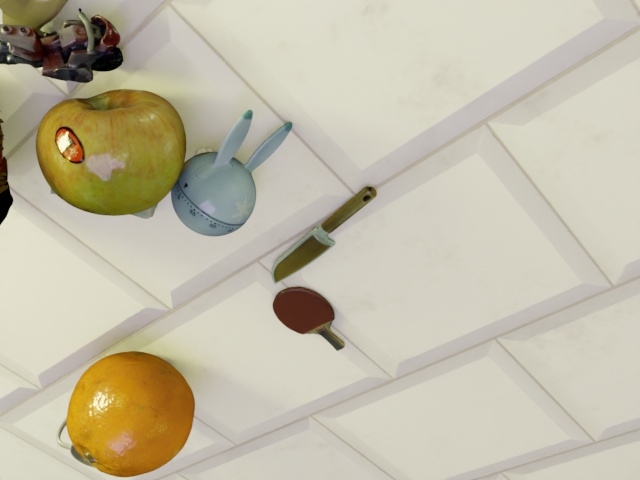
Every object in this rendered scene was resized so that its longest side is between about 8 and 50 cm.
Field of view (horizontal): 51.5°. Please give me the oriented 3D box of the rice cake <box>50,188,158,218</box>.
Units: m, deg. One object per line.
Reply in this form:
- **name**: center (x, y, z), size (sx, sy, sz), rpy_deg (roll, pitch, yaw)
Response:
- **rice cake**: center (-0.426, -0.112, 1.328), size (0.211, 0.038, 0.124), rpy_deg (20, 131, -10)

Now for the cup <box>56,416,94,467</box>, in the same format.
- **cup**: center (-0.625, 0.542, 1.855), size (0.174, 0.142, 0.134), rpy_deg (-12, 129, 17)

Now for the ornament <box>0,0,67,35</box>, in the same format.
- **ornament**: center (-0.474, -0.393, 1.054), size (0.245, 0.061, 0.230), rpy_deg (-28, 141, 31)

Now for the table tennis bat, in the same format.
- **table tennis bat**: center (-0.018, 0.185, 1.541), size (0.130, 0.019, 0.220), rpy_deg (-29, 120, 28)

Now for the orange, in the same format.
- **orange**: center (-0.466, 0.426, 1.633), size (0.312, 0.312, 0.312), rpy_deg (4, 131, 5)

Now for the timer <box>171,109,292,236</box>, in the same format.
- **timer**: center (-0.182, -0.131, 1.227), size (0.175, 0.175, 0.255), rpy_deg (18, 103, -8)

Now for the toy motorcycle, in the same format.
- **toy motorcycle**: center (-0.416, -0.314, 1.070), size (0.213, 0.082, 0.122), rpy_deg (-7, 158, -36)

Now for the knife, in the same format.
- **knife**: center (0.001, 0.001, 1.374), size (0.061, 0.027, 0.343), rpy_deg (34, 127, -25)

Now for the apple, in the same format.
- **apple**: center (-0.355, -0.155, 1.147), size (0.261, 0.261, 0.194), rpy_deg (4, 121, 5)

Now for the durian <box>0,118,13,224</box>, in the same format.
- **durian**: center (-0.700, -0.135, 1.149), size (0.384, 0.347, 0.347), rpy_deg (11, 143, 46)
